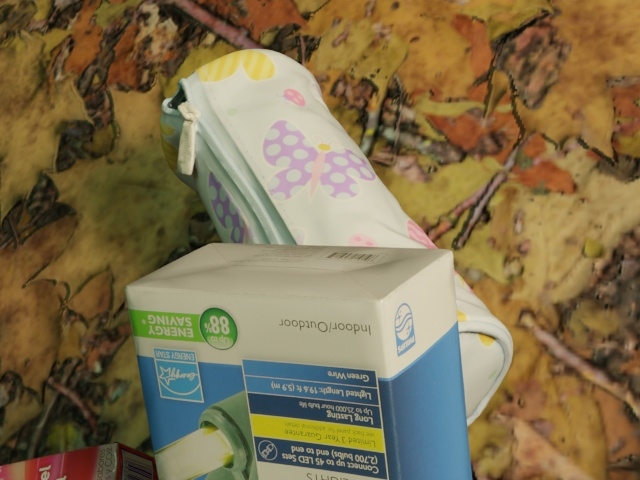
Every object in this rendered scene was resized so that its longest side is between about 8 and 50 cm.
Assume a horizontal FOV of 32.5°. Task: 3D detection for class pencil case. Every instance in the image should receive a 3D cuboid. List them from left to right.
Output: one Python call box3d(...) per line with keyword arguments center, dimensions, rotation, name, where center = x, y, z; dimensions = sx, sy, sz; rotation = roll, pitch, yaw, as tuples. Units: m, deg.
box3d(center=(0.000, 0.000, 0.653), dimensions=(0.113, 0.124, 0.273), rotation=(-39, 54, 6), name="pencil case")

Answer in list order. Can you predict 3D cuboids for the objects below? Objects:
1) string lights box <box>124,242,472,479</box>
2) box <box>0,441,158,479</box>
box3d(center=(0.001, 0.135, 0.521), dimensions=(0.133, 0.077, 0.259), rotation=(1, 106, 30), name="string lights box")
box3d(center=(-0.127, 0.254, 0.588), dimensions=(0.123, 0.128, 0.257), rotation=(-15, 59, 22), name="box")
